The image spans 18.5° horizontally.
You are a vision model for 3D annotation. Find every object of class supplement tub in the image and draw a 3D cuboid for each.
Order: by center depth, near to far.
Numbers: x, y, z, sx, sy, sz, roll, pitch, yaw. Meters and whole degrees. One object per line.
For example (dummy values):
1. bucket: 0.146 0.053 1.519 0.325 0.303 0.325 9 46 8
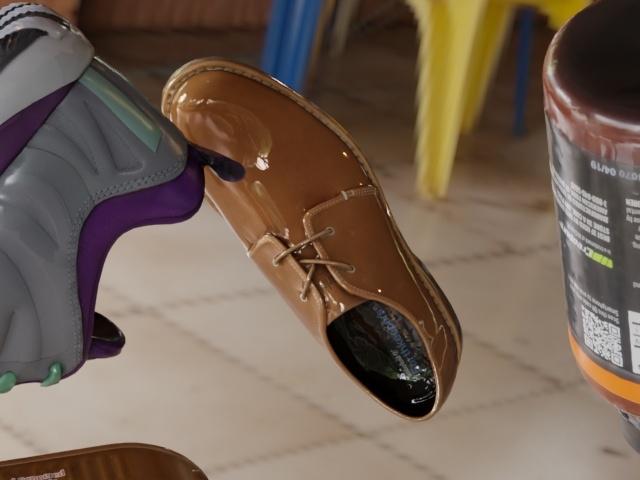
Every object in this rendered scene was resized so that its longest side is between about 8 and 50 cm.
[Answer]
1. supplement tub: 0.147 0.001 0.785 0.106 0.198 0.106 -7 40 6

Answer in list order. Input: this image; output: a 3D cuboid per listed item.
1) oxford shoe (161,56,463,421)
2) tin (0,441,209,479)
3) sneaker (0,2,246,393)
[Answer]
1. oxford shoe: 0.000 0.000 0.950 0.212 0.076 0.076 49 15 -12
2. tin: -0.136 0.151 0.904 0.189 0.106 0.040 -8 40 -16
3. sneaker: -0.121 0.039 0.610 0.098 0.224 0.083 36 11 -21
